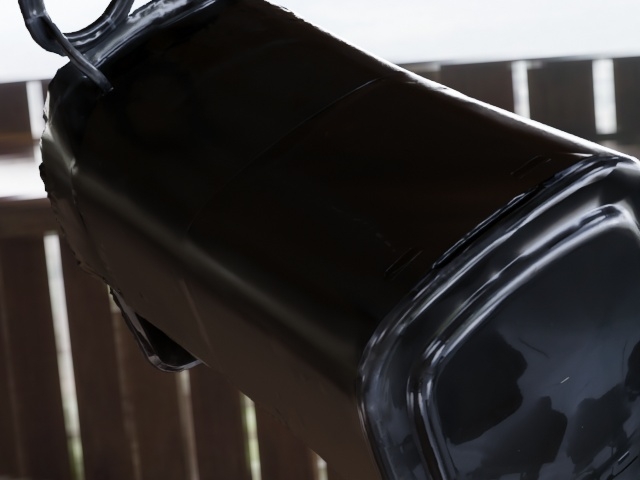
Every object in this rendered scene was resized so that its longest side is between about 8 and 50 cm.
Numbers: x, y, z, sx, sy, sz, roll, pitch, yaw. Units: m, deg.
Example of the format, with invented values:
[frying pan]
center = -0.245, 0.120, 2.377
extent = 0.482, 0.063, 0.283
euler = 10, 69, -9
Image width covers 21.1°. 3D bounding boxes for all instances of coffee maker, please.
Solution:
[coffee maker]
center = 0.000, 0.000, 0.491
extent = 0.171, 0.120, 0.178
euler = 38, -6, -41
